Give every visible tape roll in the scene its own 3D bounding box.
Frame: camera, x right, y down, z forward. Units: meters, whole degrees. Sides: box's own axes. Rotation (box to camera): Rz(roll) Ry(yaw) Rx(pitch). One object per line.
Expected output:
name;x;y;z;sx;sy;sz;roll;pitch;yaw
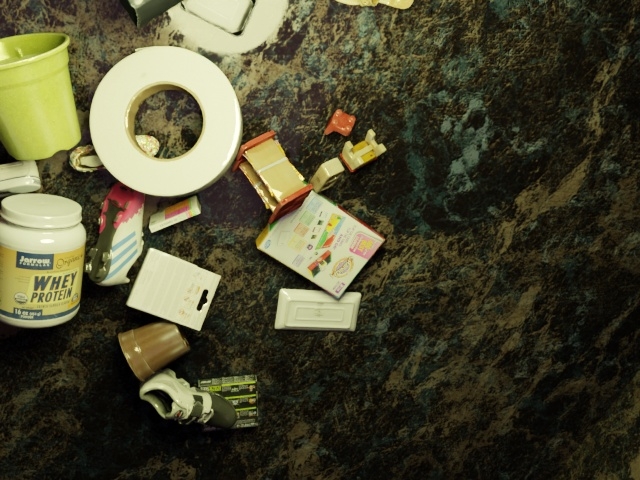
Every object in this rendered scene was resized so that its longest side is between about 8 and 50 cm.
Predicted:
tape roll;-0.398;-0.306;1.613;0.393;0.072;0.391;0;89;-1

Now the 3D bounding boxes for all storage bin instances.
storage bin;-0.264;-0.614;1.594;0.180;0.084;0.122;23;104;-18

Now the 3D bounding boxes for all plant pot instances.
plant pot;-0.493;0.313;1.866;0.165;0.167;0.166;-28;114;-10
plant pot;-0.719;-0.346;1.525;0.276;0.276;0.253;-13;124;-7

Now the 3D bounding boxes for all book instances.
book;-0.414;-0.074;1.761;0.144;0.096;0.035;-22;114;-3

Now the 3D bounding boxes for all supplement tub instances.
supplement tub;-0.757;0.051;1.664;0.229;0.228;0.316;7;109;-15

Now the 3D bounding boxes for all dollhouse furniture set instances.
dollhouse furniture set;-0.033;-0.229;1.748;0.374;0.152;0.201;-30;83;-24

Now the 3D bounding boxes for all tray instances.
tray;-0.005;0.232;2.001;0.271;0.030;0.145;4;109;-13

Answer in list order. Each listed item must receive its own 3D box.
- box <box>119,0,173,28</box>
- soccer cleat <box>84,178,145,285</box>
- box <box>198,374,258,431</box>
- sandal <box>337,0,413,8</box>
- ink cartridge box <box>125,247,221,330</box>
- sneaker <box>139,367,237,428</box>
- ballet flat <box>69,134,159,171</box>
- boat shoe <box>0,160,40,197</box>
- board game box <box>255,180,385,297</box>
box;-0.338;-0.806;1.333;0.472;0.297;0.479;-34;107;-5
soccer cleat;-0.555;-0.029;1.755;0.143;0.116;0.331;18;93;-60
box;-0.303;0.538;2.047;0.191;0.045;0.184;-4;109;-10
sandal;0.144;-0.670;1.661;0.240;0.079;0.088;5;109;-14
ink cartridge box;-0.433;0.145;1.831;0.225;0.056;0.180;24;80;-21
sneaker;-0.418;0.524;1.930;0.331;0.146;0.122;28;108;-10
ballet flat;-0.559;-0.227;1.683;0.241;0.077;0.091;-15;112;-7
boat shoe;-0.878;-0.162;1.636;0.268;0.096;0.088;-10;82;5
board game box;0.000;0.000;1.894;0.317;0.064;0.242;34;100;-21
